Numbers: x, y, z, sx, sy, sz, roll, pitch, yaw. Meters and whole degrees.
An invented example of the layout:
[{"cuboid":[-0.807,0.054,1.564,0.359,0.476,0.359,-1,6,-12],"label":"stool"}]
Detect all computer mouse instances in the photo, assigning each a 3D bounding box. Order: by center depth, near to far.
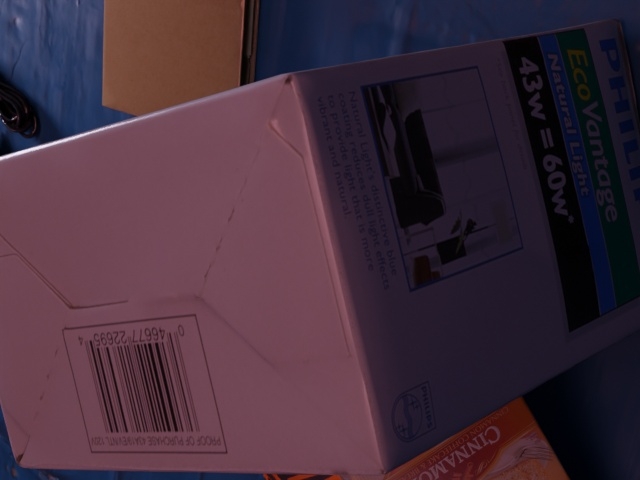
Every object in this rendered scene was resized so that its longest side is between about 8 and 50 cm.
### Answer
[{"cuboid":[-0.437,-0.106,1.452,0.184,0.060,0.262,48,127,22],"label":"computer mouse"}]

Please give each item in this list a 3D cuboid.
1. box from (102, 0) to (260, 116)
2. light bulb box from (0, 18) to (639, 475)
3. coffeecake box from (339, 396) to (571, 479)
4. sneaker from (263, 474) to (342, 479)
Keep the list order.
[{"cuboid":[-0.140,-0.191,1.187,0.201,0.021,0.164,19,113,38],"label":"box"},{"cuboid":[0.000,0.000,0.874,0.358,0.361,0.225,-8,96,43],"label":"light bulb box"},{"cuboid":[0.112,0.198,0.934,0.185,0.142,0.068,59,169,-8],"label":"coffeecake box"},{"cuboid":[0.005,0.232,1.089,0.321,0.125,0.180,10,106,40],"label":"sneaker"}]
